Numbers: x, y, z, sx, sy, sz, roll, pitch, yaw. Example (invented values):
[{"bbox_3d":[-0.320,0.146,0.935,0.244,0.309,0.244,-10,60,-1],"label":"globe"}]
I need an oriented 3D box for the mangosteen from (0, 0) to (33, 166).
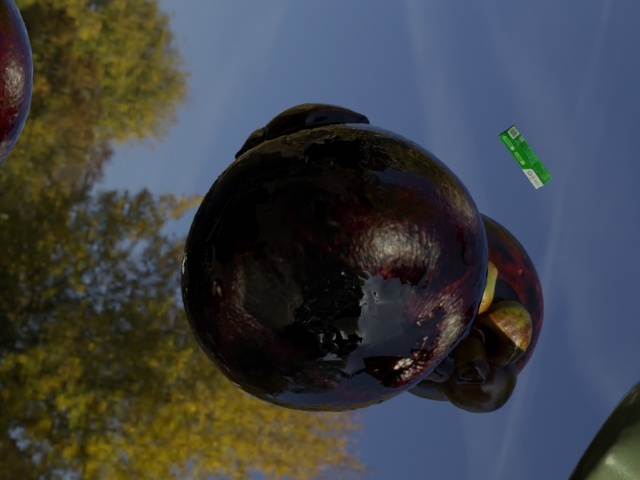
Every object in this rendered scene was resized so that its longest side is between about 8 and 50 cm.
[{"bbox_3d":[-0.273,-0.090,0.620,0.194,0.194,0.230,-65,171,26],"label":"mangosteen"}]

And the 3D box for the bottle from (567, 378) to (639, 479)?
[{"bbox_3d":[0.382,0.269,0.934,0.347,0.168,0.168,37,-61,22],"label":"bottle"}]

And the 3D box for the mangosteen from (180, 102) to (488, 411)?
[{"bbox_3d":[0.000,0.000,0.784,0.211,0.211,0.250,-64,-149,28],"label":"mangosteen"}]

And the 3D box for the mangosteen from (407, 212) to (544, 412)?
[{"bbox_3d":[0.115,0.063,0.970,0.200,0.200,0.200,-166,-90,-69],"label":"mangosteen"}]

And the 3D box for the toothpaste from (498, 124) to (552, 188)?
[{"bbox_3d":[0.255,-0.104,1.386,0.020,0.083,0.017,-39,-176,-36],"label":"toothpaste"}]
